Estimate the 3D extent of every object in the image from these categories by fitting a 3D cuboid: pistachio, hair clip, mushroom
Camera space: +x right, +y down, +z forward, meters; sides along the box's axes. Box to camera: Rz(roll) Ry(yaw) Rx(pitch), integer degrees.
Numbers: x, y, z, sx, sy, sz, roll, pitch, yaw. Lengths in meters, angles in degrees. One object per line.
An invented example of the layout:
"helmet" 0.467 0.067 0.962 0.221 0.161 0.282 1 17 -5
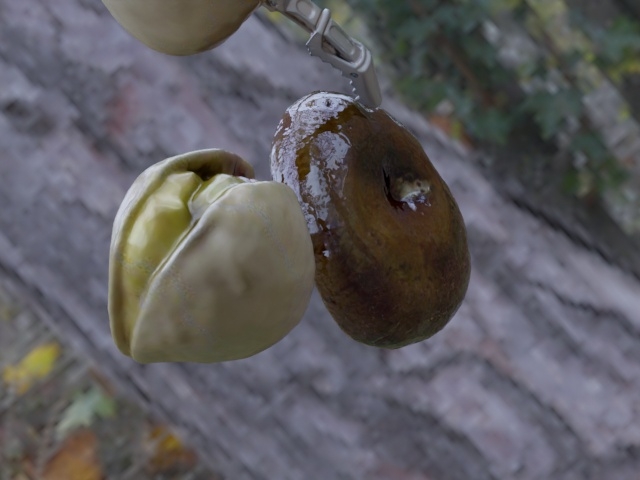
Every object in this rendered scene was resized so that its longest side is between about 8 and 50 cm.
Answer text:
"pistachio" -0.069 0.020 1.208 0.145 0.117 0.200 -57 -10 -4
"pistachio" -0.136 -0.282 1.662 0.187 0.187 0.299 -40 -37 -9
"hair clip" 0.007 -0.196 1.851 0.072 0.226 0.034 -3 56 44
"mushroom" 0.034 0.000 1.975 0.267 0.267 0.254 -36 -18 -56
